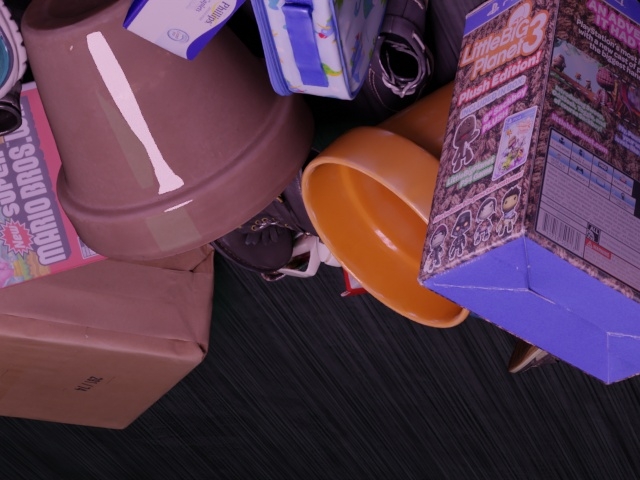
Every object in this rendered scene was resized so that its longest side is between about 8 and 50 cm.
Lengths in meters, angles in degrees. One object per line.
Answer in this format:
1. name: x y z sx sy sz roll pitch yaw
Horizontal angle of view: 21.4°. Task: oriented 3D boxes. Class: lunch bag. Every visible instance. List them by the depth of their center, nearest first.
1. lunch bag: -0.001 -0.230 1.412 0.090 0.176 0.219 7 152 13

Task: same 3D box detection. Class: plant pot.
1. plant pot: 0.119 -0.054 1.611 0.205 0.188 0.205 37 154 21
2. plant pot: -0.166 -0.148 1.612 0.263 0.263 0.229 -5 128 32

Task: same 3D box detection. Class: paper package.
1. paper package: -0.332 0.103 2.136 0.310 0.168 0.325 10 155 -21

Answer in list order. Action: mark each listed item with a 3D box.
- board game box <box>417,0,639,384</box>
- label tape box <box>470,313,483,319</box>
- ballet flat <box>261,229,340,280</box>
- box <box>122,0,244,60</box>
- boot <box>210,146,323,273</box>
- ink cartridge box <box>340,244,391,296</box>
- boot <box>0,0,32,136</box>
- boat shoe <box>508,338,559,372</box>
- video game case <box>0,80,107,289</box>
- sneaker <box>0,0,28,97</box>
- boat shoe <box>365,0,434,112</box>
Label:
1. board game box: 0.236 -0.059 1.495 0.232 0.291 0.141 29 147 -25
2. label tape box: 0.334 0.063 1.822 0.334 0.105 0.240 18 168 -7
3. ballet flat: 0.000 0.000 1.943 0.077 0.079 0.221 21 152 -29
4. box: -0.101 -0.248 1.464 0.072 0.137 0.126 24 151 -17
5. boot: -0.038 -0.029 1.787 0.229 0.091 0.263 23 154 42
6. ink cartridge box: 0.098 -0.002 1.815 0.134 0.078 0.231 -8 170 -13
7. boot: -0.391 -0.171 1.716 0.247 0.161 0.083 -4 147 30
8. boat shoe: 0.278 0.132 2.085 0.049 0.056 0.152 24 151 -8
9. video game case: -0.364 -0.046 1.774 0.285 0.204 0.025 -17 -174 -18
10. sneaker: -0.380 -0.243 1.564 0.275 0.110 0.107 54 138 -6
11. boat shoe: 0.068 -0.170 1.610 0.075 0.065 0.206 8 153 6
